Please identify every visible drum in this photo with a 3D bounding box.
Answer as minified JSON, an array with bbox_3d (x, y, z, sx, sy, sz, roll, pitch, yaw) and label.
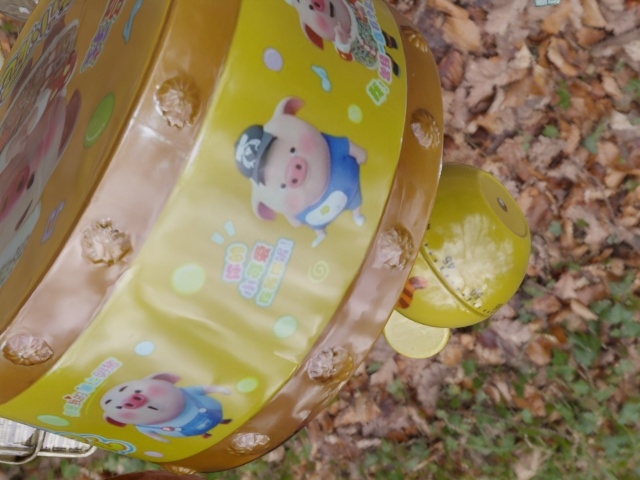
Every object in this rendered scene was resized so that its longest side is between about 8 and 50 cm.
[{"bbox_3d":[-0.123,-0.052,0.646,0.214,0.431,0.431,25,108,-32],"label":"drum"}]

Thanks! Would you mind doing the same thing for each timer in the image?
[{"bbox_3d":[0.221,0.027,1.730,0.387,0.376,0.376,-35,129,25],"label":"timer"}]

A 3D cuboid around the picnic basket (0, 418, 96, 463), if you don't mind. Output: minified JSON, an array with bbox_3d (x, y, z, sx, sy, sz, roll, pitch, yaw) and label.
[{"bbox_3d":[-0.397,0.126,1.021,0.312,0.175,0.228,10,108,-18],"label":"picnic basket"}]

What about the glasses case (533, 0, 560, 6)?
[{"bbox_3d":[0.334,-0.424,1.271,0.039,0.184,0.078,-5,128,14],"label":"glasses case"}]

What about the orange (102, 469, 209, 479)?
[{"bbox_3d":[-0.158,0.333,0.783,0.240,0.240,0.240,-10,123,-16],"label":"orange"}]

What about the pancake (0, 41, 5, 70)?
[{"bbox_3d":[-0.724,-0.311,1.613,0.071,0.382,0.382,-4,126,-55],"label":"pancake"}]

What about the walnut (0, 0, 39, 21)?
[{"bbox_3d":[-0.361,-0.364,1.085,0.230,0.178,0.178,12,120,11],"label":"walnut"}]
